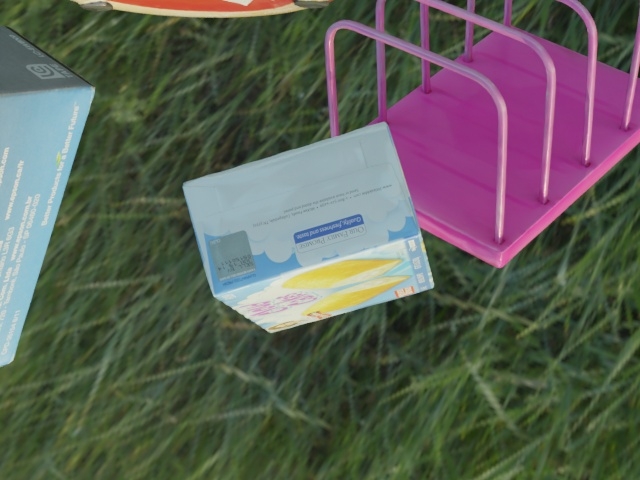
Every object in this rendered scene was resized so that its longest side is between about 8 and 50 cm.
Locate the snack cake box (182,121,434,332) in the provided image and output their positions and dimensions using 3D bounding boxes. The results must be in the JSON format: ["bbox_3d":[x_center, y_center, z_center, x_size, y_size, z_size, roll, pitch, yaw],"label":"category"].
[{"bbox_3d":[0.000,0.000,1.054,0.152,0.264,0.089,-18,79,4],"label":"snack cake box"}]

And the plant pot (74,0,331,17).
[{"bbox_3d":[-0.054,-0.191,0.572,0.191,0.191,0.174,1,87,24],"label":"plant pot"}]

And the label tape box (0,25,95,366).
[{"bbox_3d":[-0.322,-0.002,0.848,0.106,0.334,0.240,36,119,26],"label":"label tape box"}]

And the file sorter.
[{"bbox_3d":[0.167,-0.159,1.219,0.202,0.291,0.182,29,141,31],"label":"file sorter"}]
